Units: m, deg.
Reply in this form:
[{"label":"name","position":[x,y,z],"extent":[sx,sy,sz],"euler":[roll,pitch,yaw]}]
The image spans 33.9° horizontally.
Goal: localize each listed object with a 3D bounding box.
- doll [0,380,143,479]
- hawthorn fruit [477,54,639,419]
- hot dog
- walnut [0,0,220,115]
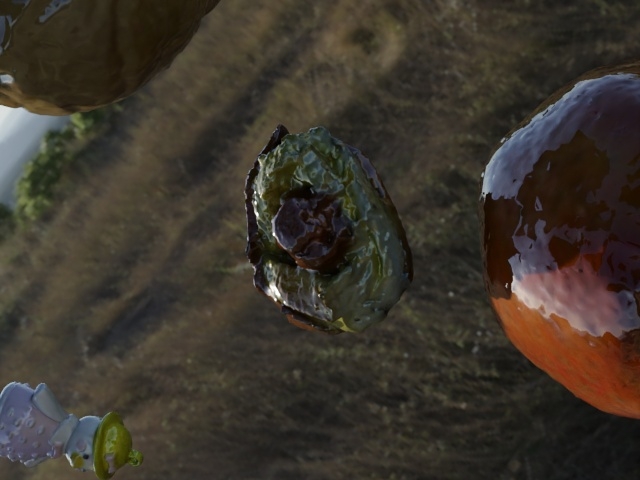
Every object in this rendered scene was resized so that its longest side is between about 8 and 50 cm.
[{"label":"doll","position":[-0.294,0.210,1.152],"extent":[0.081,0.207,0.129],"euler":[-73,0,-54]},{"label":"hawthorn fruit","position":[0.196,-0.003,0.561],"extent":[0.210,0.210,0.262],"euler":[-54,6,-2]},{"label":"hot dog","position":[0.000,0.000,0.717],"extent":[0.103,0.146,0.213],"euler":[-24,-10,-1]},{"label":"walnut","position":[-0.156,-0.188,0.644],"extent":[0.228,0.228,0.228],"euler":[-46,20,22]}]
